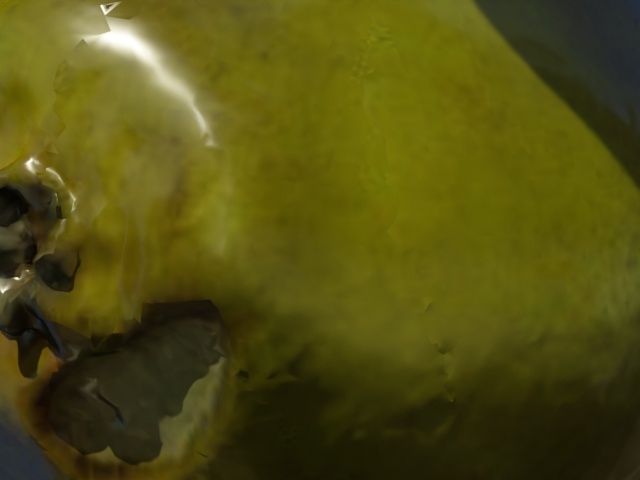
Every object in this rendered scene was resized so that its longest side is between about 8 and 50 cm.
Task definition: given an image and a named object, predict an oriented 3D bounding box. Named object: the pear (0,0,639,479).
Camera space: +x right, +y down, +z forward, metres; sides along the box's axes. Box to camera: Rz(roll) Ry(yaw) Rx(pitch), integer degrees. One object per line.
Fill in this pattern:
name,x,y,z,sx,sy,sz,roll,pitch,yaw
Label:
pear,0.000,0.000,0.574,0.321,0.269,0.269,8,-57,-54
